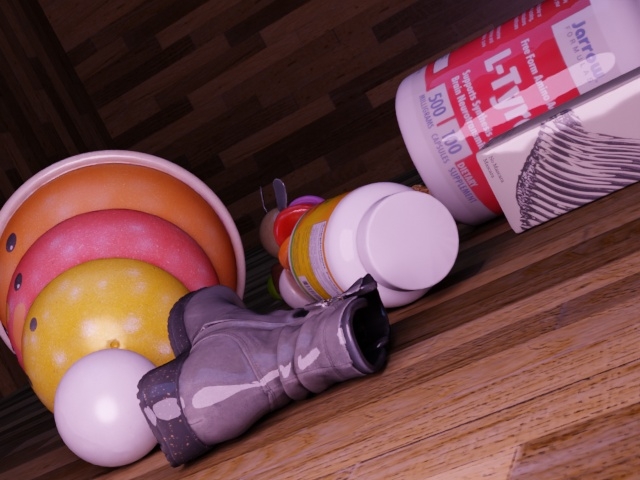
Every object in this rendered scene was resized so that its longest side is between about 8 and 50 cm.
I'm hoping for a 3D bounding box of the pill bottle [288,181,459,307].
[{"bbox_3d":[0.058,0.008,1.103,0.136,0.136,0.245,-29,4,-17],"label":"pill bottle"}]

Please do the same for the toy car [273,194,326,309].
[{"bbox_3d":[0.000,0.000,1.382,0.159,0.136,0.182,-47,-4,25],"label":"toy car"}]

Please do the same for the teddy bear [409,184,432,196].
[{"bbox_3d":[0.279,-0.132,1.575,0.338,0.113,0.245,-28,7,-3],"label":"teddy bear"}]

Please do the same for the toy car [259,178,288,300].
[{"bbox_3d":[-0.038,-0.011,1.585,0.149,0.188,0.155,-30,5,-25],"label":"toy car"}]

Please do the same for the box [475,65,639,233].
[{"bbox_3d":[0.324,-0.116,1.108,0.275,0.113,0.094,-27,5,28],"label":"box"}]

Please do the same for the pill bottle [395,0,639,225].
[{"bbox_3d":[0.321,-0.197,1.272,0.407,0.229,0.229,-26,4,25],"label":"pill bottle"}]

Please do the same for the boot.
[{"bbox_3d":[-0.036,0.096,0.968,0.222,0.118,0.338,-24,16,6],"label":"boot"}]

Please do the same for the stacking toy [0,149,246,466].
[{"bbox_3d":[-0.240,0.104,1.158,0.350,0.351,0.480,-28,20,-2],"label":"stacking toy"}]
